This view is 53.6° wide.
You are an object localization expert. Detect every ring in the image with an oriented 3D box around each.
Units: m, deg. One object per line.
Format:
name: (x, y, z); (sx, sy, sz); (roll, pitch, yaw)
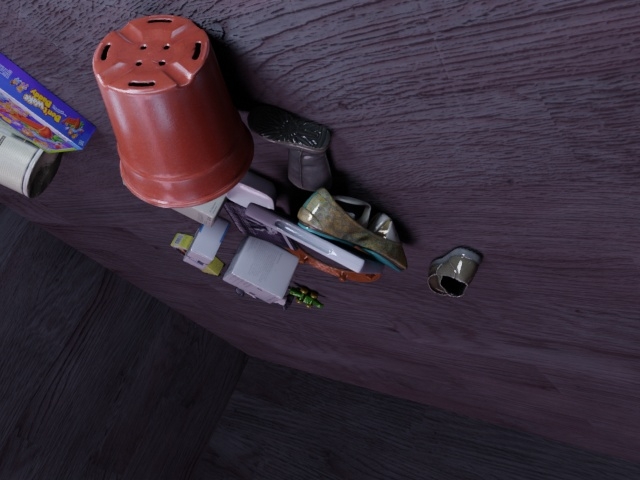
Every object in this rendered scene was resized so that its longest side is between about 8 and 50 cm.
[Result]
ring: (0.020, 0.047, 1.872); (0.337, 0.032, 0.336); (22, 160, 9)

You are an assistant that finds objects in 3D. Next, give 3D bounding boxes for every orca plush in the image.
orca plush: (-0.223, 0.145, 2.374); (0.287, 0.102, 0.151); (21, 117, -18)

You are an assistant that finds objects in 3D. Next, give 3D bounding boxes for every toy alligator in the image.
toy alligator: (-0.073, 0.194, 2.327); (0.190, 0.056, 0.051); (25, -159, -2)

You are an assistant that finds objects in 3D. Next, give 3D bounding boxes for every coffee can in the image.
coffee can: (-0.976, -0.278, 1.955); (0.275, 0.201, 0.201); (26, 160, -4)

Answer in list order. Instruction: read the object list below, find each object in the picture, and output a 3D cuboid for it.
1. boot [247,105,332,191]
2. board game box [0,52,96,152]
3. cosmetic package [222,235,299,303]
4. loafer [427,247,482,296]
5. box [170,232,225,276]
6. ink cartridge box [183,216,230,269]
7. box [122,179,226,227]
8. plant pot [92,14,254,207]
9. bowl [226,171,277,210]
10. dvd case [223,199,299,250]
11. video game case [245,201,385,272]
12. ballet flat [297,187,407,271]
boot: (-0.059, -0.187, 1.337); (0.190, 0.076, 0.208); (25, 167, 6)
board game box: (-0.815, -0.374, 1.709); (0.233, 0.078, 0.347); (4, 152, 45)
cosmetic package: (-0.192, 0.093, 2.054); (0.184, 0.151, 0.151); (29, 161, -12)
loafer: (0.315, 0.094, 1.562); (0.094, 0.087, 0.251); (24, 160, 3)
box: (-0.465, 0.057, 2.420); (0.087, 0.058, 0.232); (10, 156, 35)
ink cartridge box: (-0.373, 0.005, 2.061); (0.082, 0.139, 0.191); (27, 161, -11)
box: (-0.394, -0.152, 1.737); (0.275, 0.113, 0.094); (25, 160, -6)
plant pot: (-0.276, -0.245, 1.170); (0.272, 0.272, 0.265); (19, 150, 15)
bowl: (-0.173, -0.127, 1.623); (0.142, 0.053, 0.142); (24, 161, 2)
dvd case: (-0.178, -0.050, 1.827); (0.221, 0.018, 0.164); (17, 151, 33)
video game case: (0.000, 0.000, 1.553); (0.300, 0.036, 0.329); (27, -177, 14)
ballet flat: (0.101, -0.026, 1.460); (0.348, 0.123, 0.123); (24, 164, -37)
